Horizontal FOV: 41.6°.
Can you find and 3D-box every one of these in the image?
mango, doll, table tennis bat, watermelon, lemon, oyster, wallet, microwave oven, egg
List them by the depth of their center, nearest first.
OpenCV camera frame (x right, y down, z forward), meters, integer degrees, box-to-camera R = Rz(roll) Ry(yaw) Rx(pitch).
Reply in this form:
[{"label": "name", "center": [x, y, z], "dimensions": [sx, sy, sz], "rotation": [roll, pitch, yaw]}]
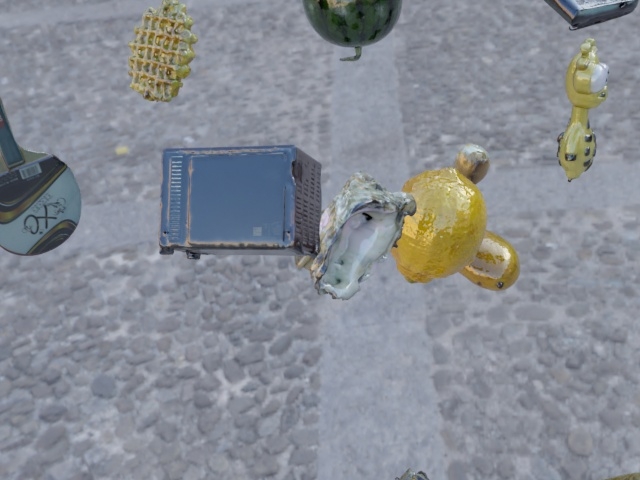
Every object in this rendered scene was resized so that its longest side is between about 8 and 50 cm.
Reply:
[{"label": "oyster", "center": [0.050, -0.010, 1.067], "dimensions": [0.191, 0.163, 0.081], "rotation": [-15, 35, -38]}, {"label": "lemon", "center": [0.169, -0.018, 1.235], "dimensions": [0.142, 0.187, 0.142], "rotation": [19, 18, -6]}, {"label": "wallet", "center": [0.375, -0.471, 1.387], "dimensions": [0.172, 0.045, 0.318], "rotation": [-21, 62, -26]}, {"label": "microwave oven", "center": [-0.126, -0.057, 1.414], "dimensions": [0.248, 0.178, 0.188], "rotation": [0, -8, 14]}, {"label": "table tennis bat", "center": [-0.512, -0.107, 1.443], "dimensions": [0.173, 0.301, 0.022], "rotation": [-25, 37, -22]}, {"label": "watermelon", "center": [0.060, -0.438, 1.561], "dimensions": [0.188, 0.214, 0.188], "rotation": [-7, 17, 2]}, {"label": "doll", "center": [0.528, -0.260, 1.697], "dimensions": [0.086, 0.291, 0.117], "rotation": [11, 32, 21]}, {"label": "egg", "center": [0.307, -0.152, 1.706], "dimensions": [0.071, 0.083, 0.071], "rotation": [12, 28, -7]}, {"label": "mango", "center": [0.368, 0.032, 1.966], "dimensions": [0.147, 0.109, 0.227], "rotation": [-25, 47, -28]}]

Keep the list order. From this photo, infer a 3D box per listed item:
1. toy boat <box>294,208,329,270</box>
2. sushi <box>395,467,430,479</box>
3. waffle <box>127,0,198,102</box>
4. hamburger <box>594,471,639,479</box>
[{"label": "toy boat", "center": [0.000, 0.000, 1.801], "dimensions": [0.116, 0.061, 0.188], "rotation": [-48, 16, 15]}, {"label": "sushi", "center": [0.140, 0.492, 1.373], "dimensions": [0.211, 0.350, 0.170], "rotation": [-36, 80, -7]}, {"label": "waffle", "center": [-0.272, -0.322, 1.433], "dimensions": [0.038, 0.191, 0.191], "rotation": [5, 18, -43]}, {"label": "hamburger", "center": [0.363, 0.368, 0.983], "dimensions": [0.130, 0.206, 0.183], "rotation": [8, 64, -39]}]
